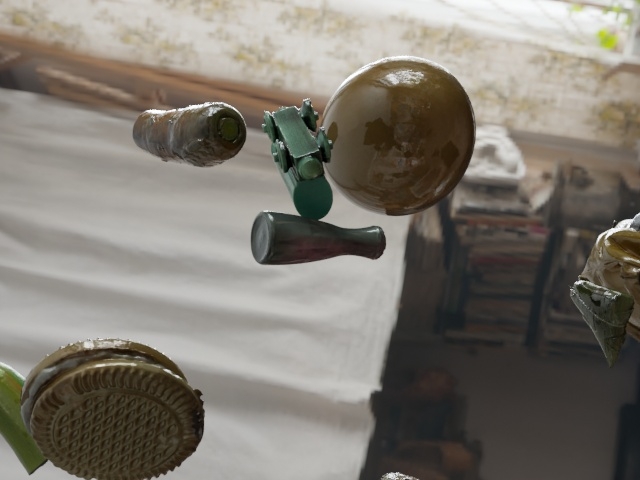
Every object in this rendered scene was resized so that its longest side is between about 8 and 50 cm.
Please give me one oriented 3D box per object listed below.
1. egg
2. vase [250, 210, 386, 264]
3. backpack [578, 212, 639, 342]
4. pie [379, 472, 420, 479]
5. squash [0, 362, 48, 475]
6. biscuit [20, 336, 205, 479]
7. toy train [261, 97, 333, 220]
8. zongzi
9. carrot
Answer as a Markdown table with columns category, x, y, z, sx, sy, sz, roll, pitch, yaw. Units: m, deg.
| category | x | y | z | sx | sy | sz | roll | pitch | yaw |
| --- | --- | --- | --- | --- | --- | --- | --- | --- | --- |
| egg | 0.149 | -0.203 | 2.135 | 0.374 | 0.301 | 0.301 | 107 | 175 | -73 |
| vase | 0.000 | 0.000 | 1.765 | 0.086 | 0.214 | 0.086 | -10 | 79 | 62 |
| backpack | 0.665 | 0.117 | 2.069 | 0.201 | 0.378 | 0.353 | -40 | 3 | -4 |
| pie | 0.159 | 0.399 | 1.603 | 0.163 | 0.193 | 0.079 | 34 | -105 | -49 |
| squash | -0.465 | 0.257 | 1.686 | 0.095 | 0.188 | 0.095 | -39 | -1 | -1 |
| biscuit | -0.289 | 0.243 | 1.537 | 0.079 | 0.259 | 0.259 | -102 | 11 | -51 |
| toy train | -0.034 | -0.135 | 1.854 | 0.248 | 0.101 | 0.159 | -113 | 13 | -59 |
| zongzi | 0.462 | 0.138 | 1.899 | 0.062 | 0.154 | 0.130 | 3 | -80 | -36 |
| carrot | -0.269 | -0.219 | 2.287 | 0.138 | 0.302 | 0.139 | -6 | -79 | -36 |
